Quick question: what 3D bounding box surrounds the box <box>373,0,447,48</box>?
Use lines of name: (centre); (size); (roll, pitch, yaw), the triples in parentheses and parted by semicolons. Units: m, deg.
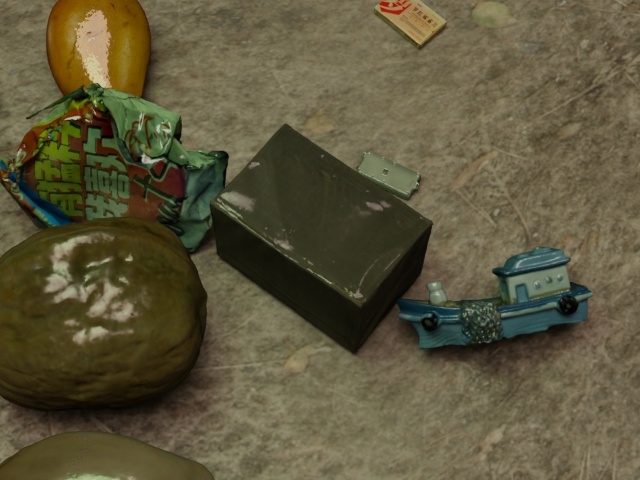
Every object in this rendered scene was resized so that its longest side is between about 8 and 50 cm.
box: (0.130, -0.323, 1.706); (0.093, 0.015, 0.058); (42, 70, 18)

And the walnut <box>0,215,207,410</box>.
walnut: (-0.271, 0.088, 1.397); (0.283, 0.283, 0.227); (-12, 36, -5)

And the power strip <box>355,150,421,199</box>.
power strip: (0.092, -0.089, 1.595); (0.090, 0.016, 0.040); (26, 67, 11)

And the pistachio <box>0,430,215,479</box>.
pistachio: (-0.254, 0.313, 1.330); (0.288, 0.166, 0.197); (-1, 83, -1)

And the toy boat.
toy boat: (0.212, 0.070, 1.464); (0.238, 0.109, 0.098); (-12, 95, -4)

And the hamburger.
hamburger: (-0.258, -0.094, 1.509); (0.276, 0.260, 0.150); (27, 36, -22)

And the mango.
mango: (-0.303, -0.258, 1.627); (0.144, 0.112, 0.219); (-7, 67, -8)

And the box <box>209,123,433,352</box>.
box: (0.000, 0.000, 1.482); (0.231, 0.155, 0.149); (35, 67, 17)
